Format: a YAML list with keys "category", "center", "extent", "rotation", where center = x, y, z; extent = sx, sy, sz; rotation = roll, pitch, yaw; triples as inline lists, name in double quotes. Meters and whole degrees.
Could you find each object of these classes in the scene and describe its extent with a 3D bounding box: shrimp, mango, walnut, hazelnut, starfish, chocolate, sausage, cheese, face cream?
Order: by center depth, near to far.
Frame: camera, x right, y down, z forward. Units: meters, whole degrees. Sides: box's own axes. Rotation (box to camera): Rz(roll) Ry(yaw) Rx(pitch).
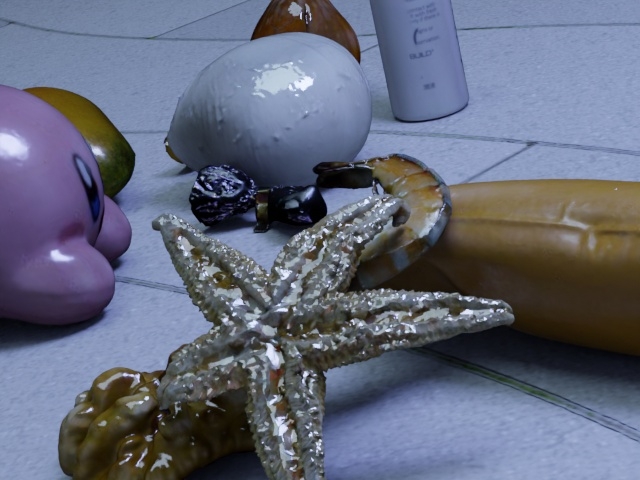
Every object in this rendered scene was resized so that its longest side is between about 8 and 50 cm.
- category: "starfish"
  center: [0.000, 0.060, 0.989]
  extent: [0.231, 0.048, 0.295]
  rotation: [-25, 49, -2]
- category: "walnut"
  center: [-0.102, 0.116, 1.071]
  extent: [0.170, 0.069, 0.143]
  rotation: [-22, 23, -18]
- category: "sausage"
  center: [0.158, 0.014, 1.101]
  extent: [0.354, 0.116, 0.134]
  rotation: [5, -17, 38]
- category: "shrimp"
  center: [-0.001, -0.003, 1.112]
  extent: [0.195, 0.035, 0.148]
  rotation: [-29, 39, 1]
- category: "chocolate"
  center: [-0.054, -0.034, 1.478]
  extent: [0.147, 0.070, 0.072]
  rotation: [17, 23, 36]
- category: "cheese"
  center: [-0.038, -0.132, 1.582]
  extent: [0.198, 0.154, 0.189]
  rotation: [-24, 28, -31]
- category: "mango"
  center: [-0.290, -0.094, 1.676]
  extent: [0.151, 0.120, 0.221]
  rotation: [-19, 28, -19]
- category: "face cream"
  center: [0.092, -0.289, 1.688]
  extent: [0.092, 0.311, 0.092]
  rotation: [-12, 19, 4]
- category: "hazelnut"
  center: [-0.028, -0.232, 1.857]
  extent: [0.150, 0.150, 0.150]
  rotation: [-11, 20, 4]

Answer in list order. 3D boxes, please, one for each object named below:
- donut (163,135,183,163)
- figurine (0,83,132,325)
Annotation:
- category: "donut"
  center: [-0.134, -0.114, 1.722]
  extent: [0.038, 0.067, 0.083]
  rotation: [19, -1, 27]
- category: "figurine"
  center: [-0.320, -0.031, 1.388]
  extent: [0.261, 0.211, 0.270]
  rotation: [-10, 21, 6]
